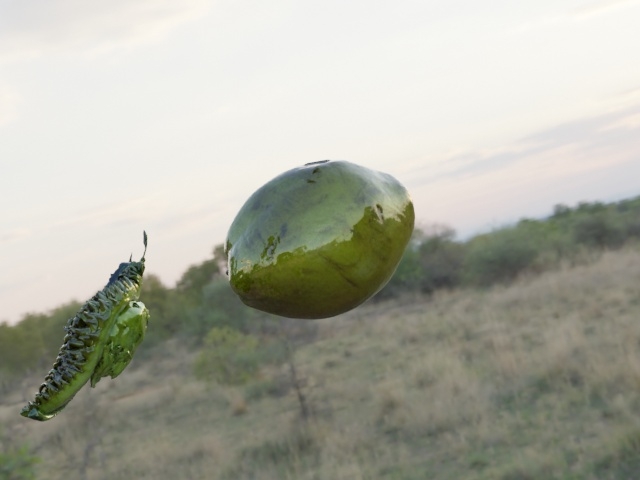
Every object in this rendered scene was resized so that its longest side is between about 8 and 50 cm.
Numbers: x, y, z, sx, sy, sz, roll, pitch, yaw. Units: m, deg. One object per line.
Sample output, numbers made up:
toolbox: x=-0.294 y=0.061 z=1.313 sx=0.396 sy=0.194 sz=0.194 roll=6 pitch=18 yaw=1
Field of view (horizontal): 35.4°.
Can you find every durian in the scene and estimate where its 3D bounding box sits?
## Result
durian: x=-0.333 y=0.135 z=1.562 sx=0.107 sy=0.132 sz=0.375 roll=0 pitch=44 yaw=32

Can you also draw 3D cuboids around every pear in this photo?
pear: x=0.000 y=0.000 z=1.614 sx=0.321 sy=0.269 sz=0.269 roll=-22 pitch=-3 yaw=-4
